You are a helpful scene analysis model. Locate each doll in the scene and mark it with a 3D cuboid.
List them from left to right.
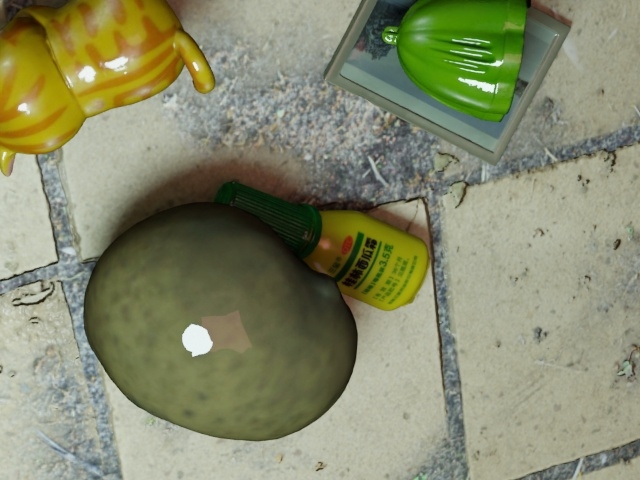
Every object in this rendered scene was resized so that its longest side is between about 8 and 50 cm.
[{"bbox_3d":[-0.278,-0.203,1.776,0.269,0.162,0.167,-26,132,-1],"label":"doll"}]

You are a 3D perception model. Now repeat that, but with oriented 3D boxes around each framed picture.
[{"bbox_3d":[0.168,-0.245,2.019,0.289,0.016,0.213,24,98,-28],"label":"framed picture"}]

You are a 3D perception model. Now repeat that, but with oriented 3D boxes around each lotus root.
[{"bbox_3d":[0.159,-0.247,1.926,0.186,0.186,0.186,-7,111,-20],"label":"lotus root"}]

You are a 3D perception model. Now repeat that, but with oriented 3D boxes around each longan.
[{"bbox_3d":[-0.119,0.102,1.879,0.350,0.288,0.288,32,95,-26],"label":"longan"}]

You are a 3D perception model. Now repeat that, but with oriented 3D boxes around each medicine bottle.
[{"bbox_3d":[0.000,0.000,2.007,0.309,0.076,0.111,23,101,-26],"label":"medicine bottle"}]
